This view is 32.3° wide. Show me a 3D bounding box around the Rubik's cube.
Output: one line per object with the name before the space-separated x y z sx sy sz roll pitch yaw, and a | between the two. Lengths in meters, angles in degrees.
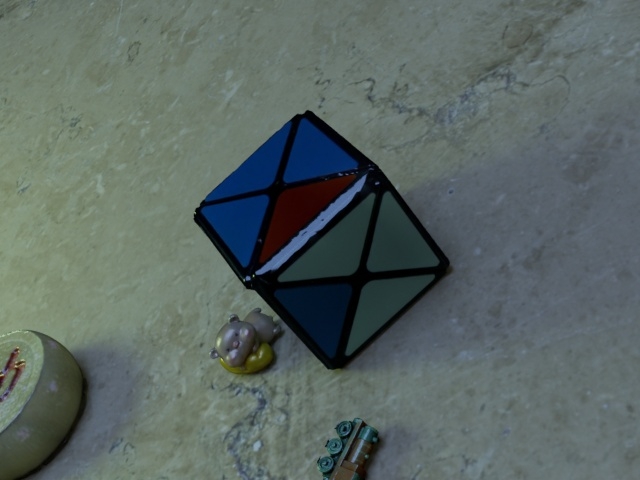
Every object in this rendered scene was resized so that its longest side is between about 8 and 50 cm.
Rubik's cube | 0.000 0.000 1.637 0.246 0.250 0.248 -42 42 -1

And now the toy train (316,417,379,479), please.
toy train | 0.041 0.289 1.494 0.064 0.044 0.103 10 62 39

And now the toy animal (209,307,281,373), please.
toy animal | -0.116 0.152 1.714 0.091 0.082 0.114 23 68 46

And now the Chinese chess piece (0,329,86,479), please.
Chinese chess piece | -0.534 0.283 1.900 0.270 0.112 0.270 -22 41 21
